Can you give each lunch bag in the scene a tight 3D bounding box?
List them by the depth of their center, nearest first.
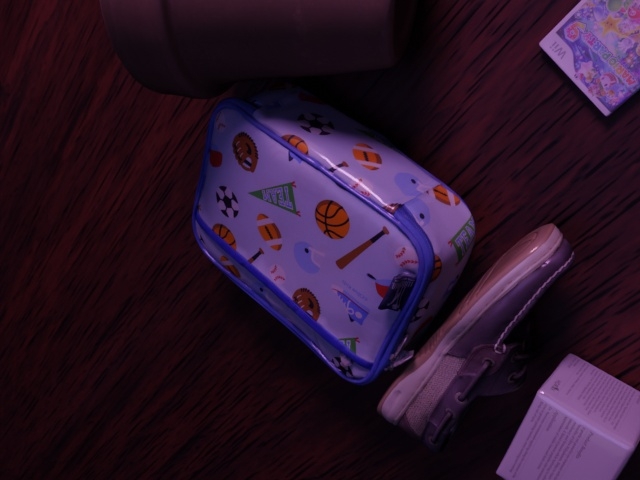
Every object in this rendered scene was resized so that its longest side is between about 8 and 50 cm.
[{"bbox_3d":[0.000,0.000,0.708,0.303,0.115,0.243,41,133,21],"label":"lunch bag"}]

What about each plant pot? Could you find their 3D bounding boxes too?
[{"bbox_3d":[-0.030,-0.247,0.607,0.229,0.263,0.263,11,111,12],"label":"plant pot"}]

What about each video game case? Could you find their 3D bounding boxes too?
[{"bbox_3d":[0.251,-0.174,0.549,0.087,0.011,0.122,52,126,11],"label":"video game case"}]

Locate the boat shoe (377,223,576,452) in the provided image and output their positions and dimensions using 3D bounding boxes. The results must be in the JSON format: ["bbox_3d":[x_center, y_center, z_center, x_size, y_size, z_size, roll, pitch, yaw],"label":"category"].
[{"bbox_3d":[0.157,0.104,0.649,0.092,0.103,0.285,40,126,12],"label":"boat shoe"}]

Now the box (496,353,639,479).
[{"bbox_3d":[0.230,0.177,0.612,0.087,0.102,0.101,31,119,27],"label":"box"}]
